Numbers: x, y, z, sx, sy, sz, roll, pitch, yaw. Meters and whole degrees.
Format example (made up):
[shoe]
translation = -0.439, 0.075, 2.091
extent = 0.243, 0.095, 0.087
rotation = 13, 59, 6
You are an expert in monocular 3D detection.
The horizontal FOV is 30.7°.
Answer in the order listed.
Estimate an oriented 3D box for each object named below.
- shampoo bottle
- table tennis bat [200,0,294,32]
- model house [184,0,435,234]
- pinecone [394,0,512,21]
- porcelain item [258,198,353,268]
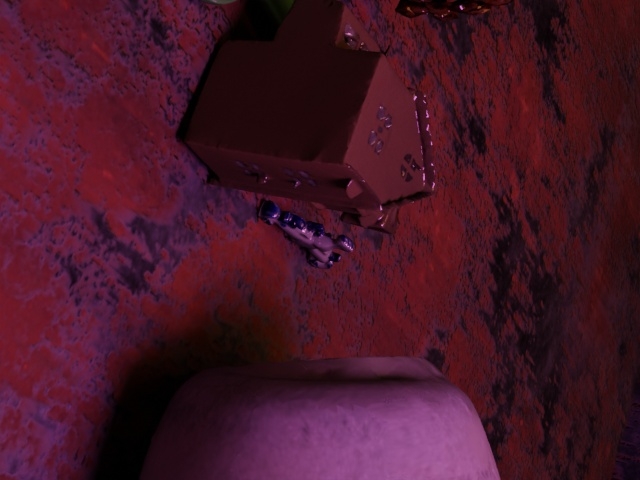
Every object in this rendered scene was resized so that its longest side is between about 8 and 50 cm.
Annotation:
[shampoo bottle]
translation = -0.001, 0.251, 0.972
extent = 0.322, 0.322, 0.317
rotation = -1, 92, -59
[table tennis bat]
translation = -0.068, -0.254, 0.989
extent = 0.257, 0.039, 0.160
rotation = 51, 55, -46
[model house]
translation = 0.026, -0.083, 1.051
extent = 0.248, 0.180, 0.176
rotation = 49, 58, -53
[pinecone]
translation = 0.126, -0.317, 1.140
extent = 0.221, 0.221, 0.221
rotation = -25, 120, -54
[porcelain item]
translation = 0.000, 0.000, 1.138
extent = 0.136, 0.075, 0.021
rotation = 43, 63, -56
